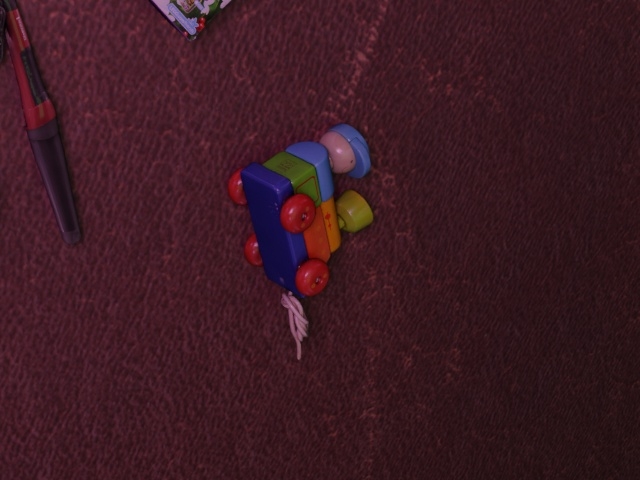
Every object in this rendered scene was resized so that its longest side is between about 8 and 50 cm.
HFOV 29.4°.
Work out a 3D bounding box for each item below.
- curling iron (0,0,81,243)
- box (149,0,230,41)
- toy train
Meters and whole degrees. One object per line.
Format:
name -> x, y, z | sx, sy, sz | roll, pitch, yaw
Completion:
curling iron -> -0.271, -0.109, 1.121 | 0.068, 0.035, 0.274 | -25, 130, -13
box -> -0.135, -0.339, 1.045 | 0.201, 0.057, 0.293 | -44, 133, -1
toy train -> 0.000, 0.000, 1.343 | 0.143, 0.105, 0.248 | -36, 134, -27
